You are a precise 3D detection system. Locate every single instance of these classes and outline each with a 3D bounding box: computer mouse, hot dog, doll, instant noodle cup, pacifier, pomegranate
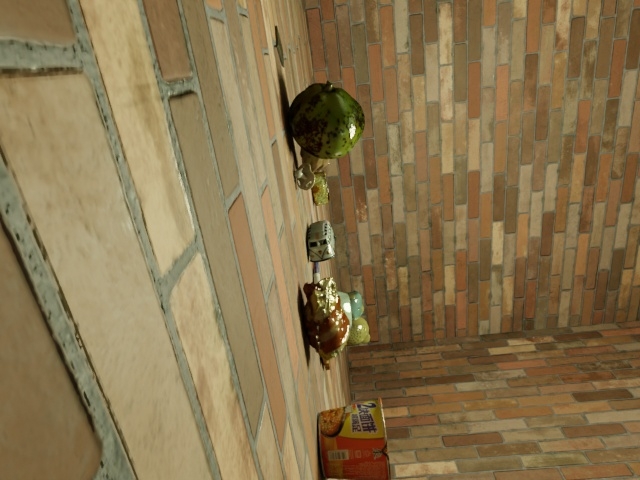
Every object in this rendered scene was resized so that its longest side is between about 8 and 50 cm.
[{"bbox_3d":[0.052,0.277,1.618,0.288,0.097,0.160,110,-26,-73],"label":"computer mouse"},{"bbox_3d":[0.004,0.197,1.093,0.146,0.103,0.213,-47,125,-56],"label":"hot dog"},{"bbox_3d":[0.143,0.392,2.141,0.161,0.177,0.261,-102,-177,-86],"label":"doll"},{"bbox_3d":[0.086,0.528,1.141,0.213,0.174,0.213,-6,90,-87],"label":"instant noodle cup"},{"bbox_3d":[-0.053,-0.180,1.222,0.064,0.068,0.083,11,49,-51],"label":"pacifier"},{"bbox_3d":[-0.009,-0.310,1.229,0.204,0.276,0.222,31,39,-27],"label":"pomegranate"}]

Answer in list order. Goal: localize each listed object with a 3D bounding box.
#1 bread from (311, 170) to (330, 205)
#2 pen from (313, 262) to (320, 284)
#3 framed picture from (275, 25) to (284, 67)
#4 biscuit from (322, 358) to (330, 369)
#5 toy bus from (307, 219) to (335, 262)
[{"bbox_3d":[-0.001,-0.221,1.804,0.128,0.069,0.140,-85,165,-74],"label":"bread"},{"bbox_3d":[-0.013,0.142,1.404,0.204,0.025,0.025,-93,175,-48],"label":"pen"},{"bbox_3d":[-0.110,-0.525,1.177,0.089,0.006,0.066,71,13,-74],"label":"framed picture"},{"bbox_3d":[0.013,0.344,1.422,0.184,0.027,0.134,79,5,-62],"label":"biscuit"},{"bbox_3d":[0.000,0.000,1.405,0.194,0.087,0.089,-85,161,-68],"label":"toy bus"}]
